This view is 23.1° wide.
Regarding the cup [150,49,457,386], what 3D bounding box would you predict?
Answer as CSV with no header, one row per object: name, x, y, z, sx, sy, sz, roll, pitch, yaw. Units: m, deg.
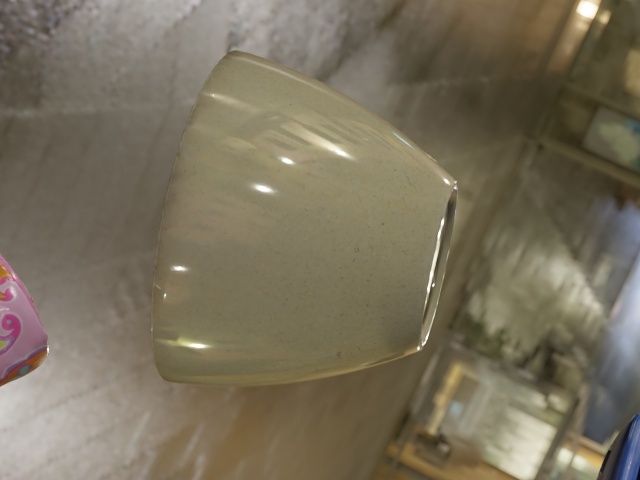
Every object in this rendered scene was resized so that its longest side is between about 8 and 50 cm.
cup,0.000,0.000,1.507,0.331,0.237,0.331,12,90,-80

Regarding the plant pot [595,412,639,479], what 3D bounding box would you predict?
plant pot,0.345,0.338,1.506,0.212,0.236,0.236,117,-4,-61

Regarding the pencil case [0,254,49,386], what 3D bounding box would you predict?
pencil case,-0.353,0.114,1.224,0.284,0.124,0.124,-33,156,-18
